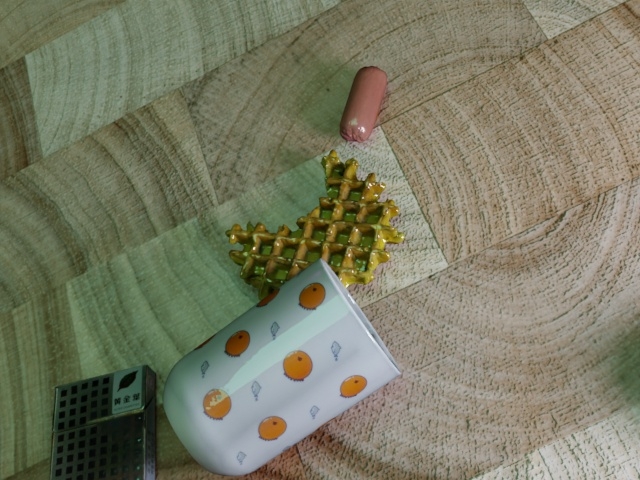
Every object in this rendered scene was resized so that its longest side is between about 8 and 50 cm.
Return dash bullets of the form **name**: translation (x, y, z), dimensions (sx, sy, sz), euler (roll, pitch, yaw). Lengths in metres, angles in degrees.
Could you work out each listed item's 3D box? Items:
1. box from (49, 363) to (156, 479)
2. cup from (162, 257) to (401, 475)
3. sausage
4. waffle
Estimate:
- **box**: translation (-0.357, 0.375, 1.550), dimensions (0.180, 0.047, 0.324), euler (-15, 57, 14)
- **cup**: translation (-0.069, 0.201, 1.428), dimensions (0.317, 0.212, 0.212), euler (-34, 54, 2)
- **sausage**: translation (0.078, -0.247, 1.723), dimensions (0.062, 0.062, 0.154), euler (5, 63, 25)
- **waffle**: translation (0.000, 0.000, 1.611), dimensions (0.293, 0.069, 0.260), euler (-37, 56, -4)
